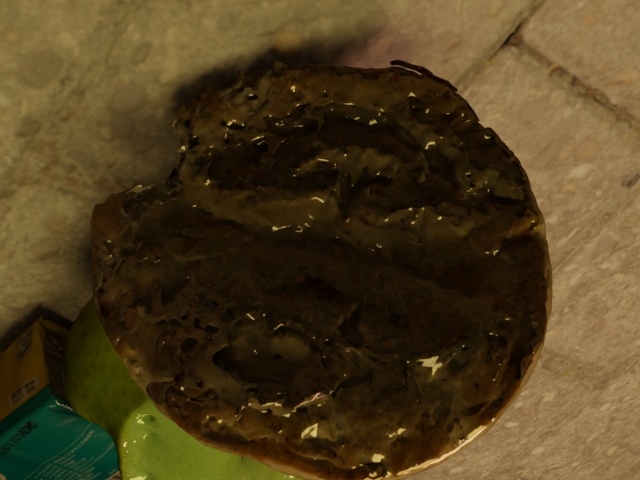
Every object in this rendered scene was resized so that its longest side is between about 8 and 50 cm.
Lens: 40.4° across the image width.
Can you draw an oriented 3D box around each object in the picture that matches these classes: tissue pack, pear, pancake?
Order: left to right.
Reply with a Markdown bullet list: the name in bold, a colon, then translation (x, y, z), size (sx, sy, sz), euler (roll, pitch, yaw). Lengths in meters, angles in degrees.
- **tissue pack**: translation (-0.321, 0.222, 0.953), size (0.271, 0.134, 0.192), euler (-37, 136, 14)
- **pear**: translation (-0.093, 0.117, 0.857), size (0.318, 0.238, 0.342), euler (-3, 127, -27)
- **pancake**: translation (0.000, -0.001, 0.704), size (0.382, 0.382, 0.071), euler (-16, 151, -8)
